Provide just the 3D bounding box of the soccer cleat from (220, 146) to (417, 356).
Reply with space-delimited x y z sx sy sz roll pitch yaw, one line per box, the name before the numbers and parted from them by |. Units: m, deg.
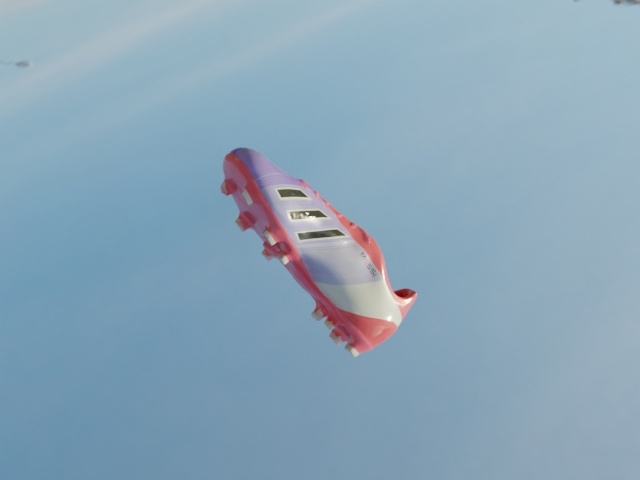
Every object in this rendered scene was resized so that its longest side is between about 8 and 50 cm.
soccer cleat | 0.000 0.000 0.895 0.095 0.248 0.083 -42 -153 -13
